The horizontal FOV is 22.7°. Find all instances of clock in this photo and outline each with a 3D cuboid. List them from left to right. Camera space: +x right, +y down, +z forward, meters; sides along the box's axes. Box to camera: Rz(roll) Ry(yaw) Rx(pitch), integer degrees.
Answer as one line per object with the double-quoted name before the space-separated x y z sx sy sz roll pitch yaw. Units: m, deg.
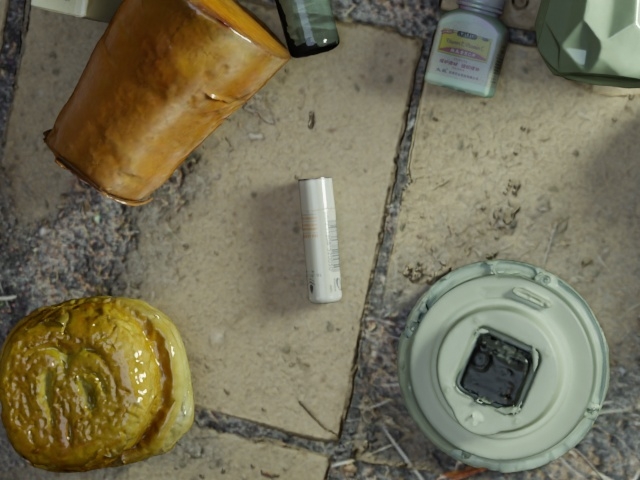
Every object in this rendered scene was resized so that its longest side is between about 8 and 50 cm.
"clock" 0.194 0.138 1.734 0.236 0.053 0.236 1 93 14

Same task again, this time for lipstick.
"lipstick" 0.000 0.000 1.787 0.040 0.040 0.141 -5 92 16

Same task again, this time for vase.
"vase" -0.032 -0.310 1.770 0.060 0.060 0.211 -16 88 16
"vase" 0.318 -0.341 1.630 0.165 0.165 0.360 8 90 15

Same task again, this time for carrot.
"carrot" -0.181 -0.165 1.747 0.196 0.196 0.254 42 107 10

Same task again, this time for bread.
"bread" -0.264 0.164 1.828 0.236 0.120 0.198 -10 88 15

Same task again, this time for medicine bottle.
"medicine bottle" 0.163 -0.218 1.722 0.074 0.055 0.118 17 97 16

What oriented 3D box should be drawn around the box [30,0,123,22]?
"box" -0.233 -0.371 1.768 0.069 0.164 0.256 14 97 15
